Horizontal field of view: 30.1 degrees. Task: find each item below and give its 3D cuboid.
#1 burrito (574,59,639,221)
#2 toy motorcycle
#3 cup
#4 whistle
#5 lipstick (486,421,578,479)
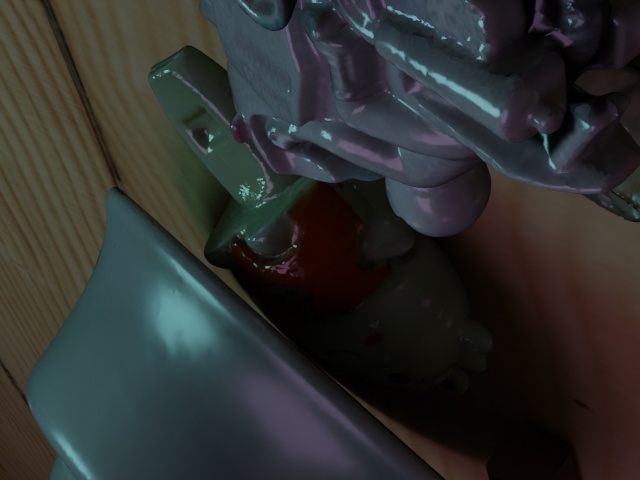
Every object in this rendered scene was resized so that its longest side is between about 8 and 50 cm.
[{"bbox_3d":[0.150,-0.022,0.450,0.229,0.063,0.058,32,-165,34],"label":"burrito"},{"bbox_3d":[0.026,-0.074,0.461,0.260,0.110,0.170,24,148,54],"label":"toy motorcycle"},{"bbox_3d":[-0.050,0.140,0.742,0.347,0.163,0.347,41,176,4],"label":"cup"},{"bbox_3d":[0.002,-0.001,0.640,0.102,0.105,0.253,-32,110,22],"label":"whistle"},{"bbox_3d":[0.148,0.182,0.793,0.045,0.045,0.145,26,152,34],"label":"lipstick"}]
